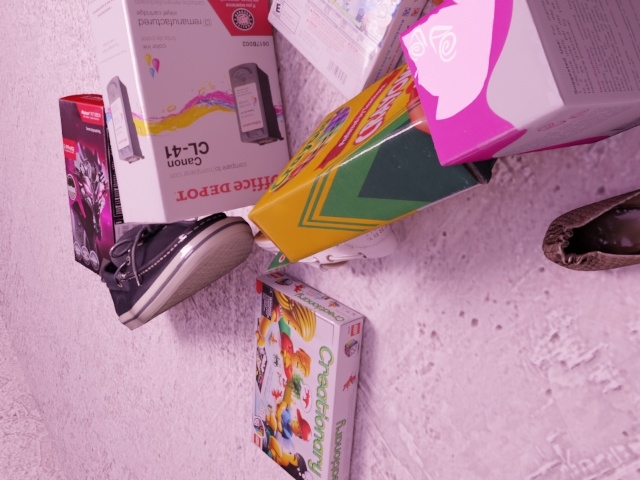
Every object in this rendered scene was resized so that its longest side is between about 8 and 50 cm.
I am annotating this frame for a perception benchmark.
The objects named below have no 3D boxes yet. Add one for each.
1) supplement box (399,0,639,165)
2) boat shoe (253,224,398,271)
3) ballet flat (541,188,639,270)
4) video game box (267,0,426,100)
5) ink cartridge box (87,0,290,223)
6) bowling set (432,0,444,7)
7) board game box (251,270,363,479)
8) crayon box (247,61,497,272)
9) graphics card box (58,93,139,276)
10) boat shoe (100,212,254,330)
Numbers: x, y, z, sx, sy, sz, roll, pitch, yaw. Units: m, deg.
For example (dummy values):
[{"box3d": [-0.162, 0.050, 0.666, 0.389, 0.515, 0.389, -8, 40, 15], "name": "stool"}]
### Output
[{"box3d": [0.186, -0.136, 0.521, 0.111, 0.220, 0.114, -24, 83, 50], "name": "supplement box"}, {"box3d": [0.000, 0.000, 0.884, 0.096, 0.098, 0.277, 51, 157, -18], "name": "boat shoe"}, {"box3d": [0.293, -0.021, 0.555, 0.250, 0.058, 0.084, -20, 86, 51], "name": "ballet flat"}, {"box3d": [0.031, -0.297, 0.796, 0.205, 0.048, 0.187, 51, 137, 27], "name": "video game box"}, {"box3d": [-0.174, -0.191, 0.931, 0.131, 0.226, 0.306, 0, 102, 51], "name": "ink cartridge box"}, {"box3d": [0.094, -0.283, 0.598, 0.154, 0.287, 0.200, 17, 151, 1], "name": "bowling set"}, {"box3d": [-0.028, 0.221, 1.012, 0.193, 0.053, 0.305, 24, 118, 44], "name": "board game box"}, {"box3d": [0.053, -0.092, 0.693, 0.081, 0.202, 0.318, 46, 140, -17], "name": "crayon box"}, {"box3d": [-0.447, -0.110, 1.385, 0.233, 0.094, 0.371, 19, 116, 46], "name": "graphics card box"}, {"box3d": [-0.268, 0.036, 1.122, 0.156, 0.187, 0.500, 61, 149, -1], "name": "boat shoe"}]
